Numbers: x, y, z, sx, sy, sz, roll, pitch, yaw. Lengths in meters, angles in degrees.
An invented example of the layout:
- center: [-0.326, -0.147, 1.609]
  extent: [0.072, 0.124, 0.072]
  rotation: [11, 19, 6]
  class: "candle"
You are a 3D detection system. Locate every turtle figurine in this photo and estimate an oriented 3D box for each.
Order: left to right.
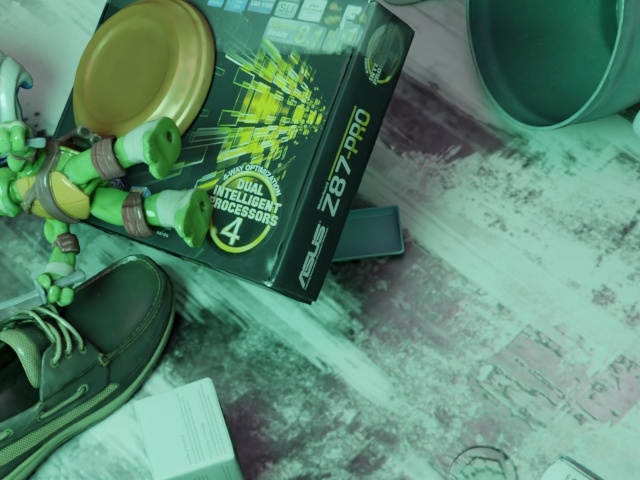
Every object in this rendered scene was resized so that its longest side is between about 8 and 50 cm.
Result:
- center: [-0.269, -0.026, 1.430]
  extent: [0.266, 0.274, 0.198]
  rotation: [-7, 91, 25]
  class: "turtle figurine"

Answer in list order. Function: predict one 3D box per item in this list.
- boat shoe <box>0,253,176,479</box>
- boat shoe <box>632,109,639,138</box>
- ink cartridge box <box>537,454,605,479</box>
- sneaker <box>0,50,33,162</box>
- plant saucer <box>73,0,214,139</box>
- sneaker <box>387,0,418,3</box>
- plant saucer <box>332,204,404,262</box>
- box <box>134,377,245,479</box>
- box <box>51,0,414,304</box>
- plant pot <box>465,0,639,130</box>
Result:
- center: [-0.294, 0.141, 1.508]
  extent: [0.132, 0.130, 0.355]
  rotation: [33, 67, 23]
  class: "boat shoe"
- center: [0.494, -0.162, 1.631]
  extent: [0.258, 0.095, 0.084]
  rotation: [-23, 55, -7]
  class: "boat shoe"
- center: [0.206, 0.316, 1.295]
  extent: [0.092, 0.218, 0.158]
  rotation: [35, 68, 24]
  class: "ink cartridge box"
- center: [-0.461, -0.088, 1.673]
  extent: [0.130, 0.236, 0.323]
  rotation: [32, 106, 60]
  class: "sneaker"
- center: [-0.205, -0.183, 1.547]
  extent: [0.200, 0.037, 0.200]
  rotation: [-14, 66, 33]
  class: "plant saucer"
- center: [0.177, -0.375, 1.780]
  extent: [0.216, 0.121, 0.079]
  rotation: [-16, 59, -4]
  class: "sneaker"
- center: [0.000, 0.000, 1.630]
  extent: [0.192, 0.018, 0.067]
  rotation: [-6, 58, 2]
  class: "plant saucer"
- center: [-0.135, 0.218, 1.461]
  extent: [0.087, 0.101, 0.102]
  rotation: [-18, 57, -5]
  class: "box"
- center: [-0.118, -0.133, 1.551]
  extent: [0.395, 0.097, 0.318]
  rotation: [19, 84, 38]
  class: "box"
- center: [0.332, -0.278, 1.636]
  extent: [0.196, 0.293, 0.293]
  rotation: [-4, 54, -29]
  class: "plant pot"
